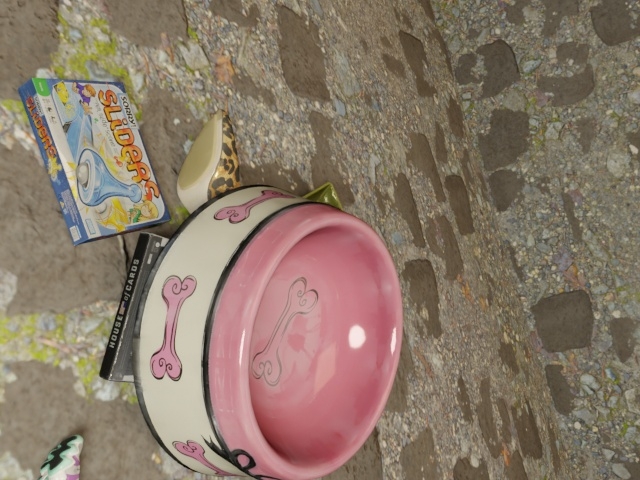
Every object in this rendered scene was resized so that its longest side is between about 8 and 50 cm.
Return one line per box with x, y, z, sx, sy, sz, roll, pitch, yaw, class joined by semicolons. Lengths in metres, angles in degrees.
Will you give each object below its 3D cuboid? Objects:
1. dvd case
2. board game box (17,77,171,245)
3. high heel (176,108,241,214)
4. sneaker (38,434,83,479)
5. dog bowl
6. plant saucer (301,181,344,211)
-0.158;0.105;0.753;0.239;0.030;0.179;23;77;-50;dvd case
-0.283;-0.104;0.724;0.136;0.035;0.201;-22;93;-58;board game box
-0.126;-0.055;0.875;0.186;0.093;0.261;22;70;-46;high heel
-0.258;0.258;0.582;0.069;0.038;0.098;50;48;-33;sneaker
-0.035;0.128;0.763;0.408;0.151;0.407;-4;96;-50;dog bowl
0.000;0.000;1.088;0.188;0.045;0.188;-36;105;-56;plant saucer
